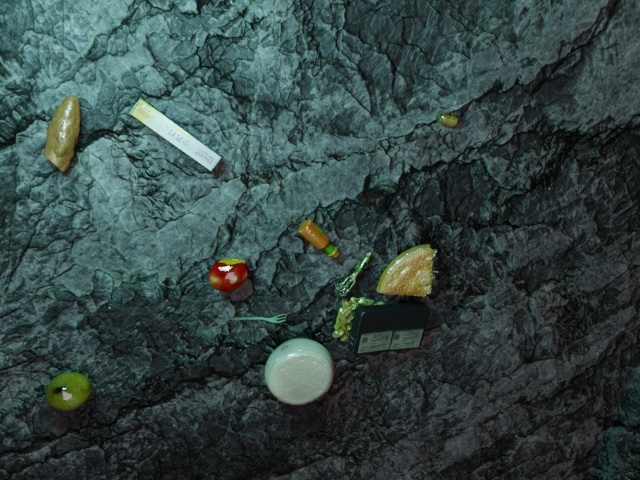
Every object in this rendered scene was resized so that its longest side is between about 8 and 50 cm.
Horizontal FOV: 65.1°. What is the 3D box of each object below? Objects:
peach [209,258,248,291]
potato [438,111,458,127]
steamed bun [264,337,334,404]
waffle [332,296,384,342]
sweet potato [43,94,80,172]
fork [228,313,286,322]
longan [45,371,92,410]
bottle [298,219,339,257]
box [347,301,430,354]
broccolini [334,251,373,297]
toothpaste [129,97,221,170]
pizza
[{"bbox_3d":[-0.337,0.132,1.880,0.118,0.151,0.151,23,110,27],"label":"peach"},{"bbox_3d":[0.477,-0.450,1.873,0.083,0.040,0.051,13,130,-23],"label":"potato"},{"bbox_3d":[-0.087,0.517,2.039,0.283,0.177,0.282,-3,111,-7],"label":"steamed bun"},{"bbox_3d":[0.166,0.343,2.097,0.204,0.054,0.223,10,107,-16],"label":"waffle"},{"bbox_3d":[-0.818,-0.339,1.594,0.097,0.097,0.251,18,107,-18],"label":"sweet potato"},{"bbox_3d":[-0.252,0.316,2.011,0.235,0.021,0.039,0,107,-13],"label":"fork"},{"bbox_3d":[-0.947,0.573,1.895,0.155,0.145,0.176,14,150,5],"label":"longan"},{"bbox_3d":[0.000,0.000,1.924,0.069,0.069,0.187,-44,115,6],"label":"bottle"},{"bbox_3d":[0.288,0.366,2.093,0.350,0.058,0.211,1,112,-28],"label":"box"},{"bbox_3d":[0.131,0.132,2.021,0.216,0.058,0.067,-58,146,4],"label":"broccolini"},{"bbox_3d":[-0.479,-0.350,1.671,0.313,0.089,0.071,36,94,-22],"label":"toothpaste"},{"bbox_3d":[0.376,0.145,2.053,0.289,0.081,0.229,-45,107,7],"label":"pizza"}]
